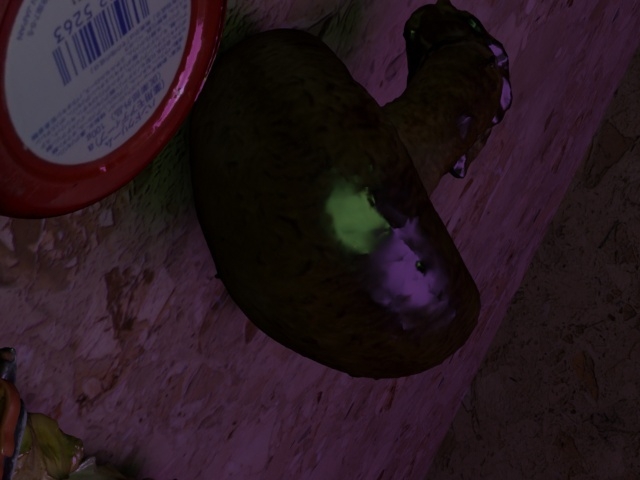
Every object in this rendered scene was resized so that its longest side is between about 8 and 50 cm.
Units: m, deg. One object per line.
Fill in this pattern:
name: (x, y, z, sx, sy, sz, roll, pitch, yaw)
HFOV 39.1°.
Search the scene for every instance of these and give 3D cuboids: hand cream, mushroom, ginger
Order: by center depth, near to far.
hand cream: (-0.172, -0.135, 0.516, 0.230, 0.149, 0.230, -44, 151, -32)
ginger: (-0.289, 0.199, 0.763, 0.157, 0.102, 0.216, -25, 160, -2)
mushroom: (0.064, -0.045, 0.836, 0.357, 0.334, 0.330, -14, 105, -9)

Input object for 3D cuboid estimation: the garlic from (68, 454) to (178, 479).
garlic: (-0.225, 0.378, 1.021, 0.203, 0.185, 0.281, -50, 157, -2)

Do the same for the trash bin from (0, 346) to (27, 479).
trash bin: (-0.308, 0.120, 0.542, 0.238, 0.161, 0.184, 54, 39, -58)
